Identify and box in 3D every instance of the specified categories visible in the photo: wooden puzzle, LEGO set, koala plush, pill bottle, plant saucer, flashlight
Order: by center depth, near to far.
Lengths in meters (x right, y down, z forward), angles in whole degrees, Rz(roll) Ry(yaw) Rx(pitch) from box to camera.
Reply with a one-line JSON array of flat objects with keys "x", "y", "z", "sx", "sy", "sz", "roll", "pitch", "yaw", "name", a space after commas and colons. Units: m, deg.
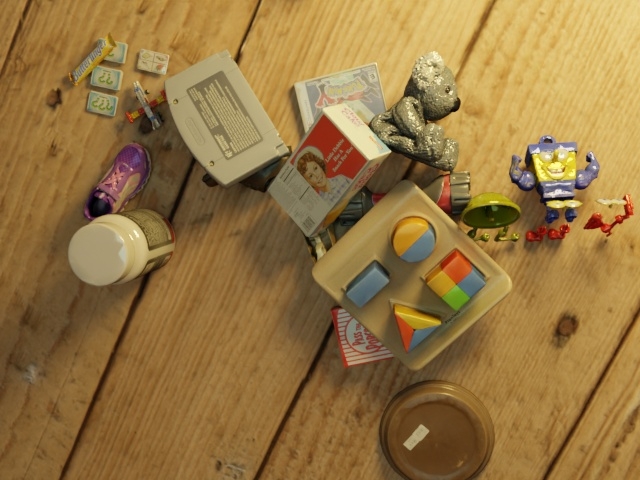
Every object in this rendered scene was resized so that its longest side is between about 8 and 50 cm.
[{"x": 0.223, "y": -0.291, "z": 1.573, "sx": 0.203, "sy": 0.196, "sz": 0.221, "roll": 23, "pitch": 96, "yaw": 23, "name": "koala plush"}, {"x": 0.199, "y": 0.090, "z": 1.608, "sx": 0.348, "sy": 0.080, "sz": 0.322, "roll": 44, "pitch": 106, "yaw": -4, "name": "wooden puzzle"}, {"x": 0.192, "y": -0.101, "z": 1.652, "sx": 0.304, "sy": 0.103, "sz": 0.103, "roll": -2, "pitch": 56, "yaw": 11, "name": "flashlight"}, {"x": -0.455, "y": 0.014, "z": 1.659, "sx": 0.161, "sy": 0.283, "sz": 0.161, "roll": 1, "pitch": 96, "yaw": 8, "name": "pill bottle"}, {"x": -0.446, "y": -0.374, "z": 1.728, "sx": 0.245, "sy": 0.060, "sz": 0.182, "roll": 15, "pitch": 99, "yaw": 9, "name": "LEGO set"}, {"x": 0.280, "y": 0.476, "z": 1.736, "sx": 0.278, "sy": 0.041, "sz": 0.277, "roll": 1, "pitch": 97, "yaw": 8, "name": "plant saucer"}]

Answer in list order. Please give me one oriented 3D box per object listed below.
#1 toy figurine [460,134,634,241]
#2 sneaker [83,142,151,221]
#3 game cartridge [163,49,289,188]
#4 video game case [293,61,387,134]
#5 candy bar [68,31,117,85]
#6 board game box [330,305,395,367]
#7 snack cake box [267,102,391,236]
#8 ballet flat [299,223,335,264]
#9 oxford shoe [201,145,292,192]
[{"x": 0.489, "y": -0.130, "z": 1.613, "sx": 0.363, "sy": 0.191, "sz": 0.217, "roll": -3, "pitch": 68, "yaw": 7, "name": "toy figurine"}, {"x": -0.498, "y": -0.129, "z": 1.740, "sx": 0.095, "sy": 0.104, "sz": 0.236, "roll": 34, "pitch": 99, "yaw": 4, "name": "sneaker"}, {"x": -0.228, "y": -0.275, "z": 1.655, "sx": 0.198, "sy": 0.062, "sz": 0.297, "roll": -30, "pitch": 79, "yaw": 0, "name": "game cartridge"}, {"x": 0.054, "y": -0.303, "z": 1.684, "sx": 0.202, "sy": 0.023, "sz": 0.183, "roll": -13, "pitch": 95, "yaw": 9, "name": "video game case"}, {"x": -0.552, "y": -0.437, "z": 1.742, "sx": 0.161, "sy": 0.018, "sz": 0.040, "roll": -37, "pitch": 80, "yaw": 19, "name": "candy bar"}, {"x": 0.135, "y": 0.212, "z": 1.721, "sx": 0.194, "sy": 0.045, "sz": 0.146, "roll": -14, "pitch": 95, "yaw": 9, "name": "board game box"}, {"x": 0.013, "y": -0.152, "z": 1.578, "sx": 0.152, "sy": 0.089, "sz": 0.264, "roll": 50, "pitch": 130, "yaw": 12, "name": "snack cake box"}, {"x": 0.000, "y": 0.000, "z": 1.701, "sx": 0.080, "sy": 0.073, "sz": 0.232, "roll": -22, "pitch": 93, "yaw": 12, "name": "ballet flat"}, {"x": -0.170, "y": -0.153, "z": 1.703, "sx": 0.227, "sy": 0.083, "sz": 0.096, "roll": -13, "pitch": 97, "yaw": 9, "name": "oxford shoe"}]
